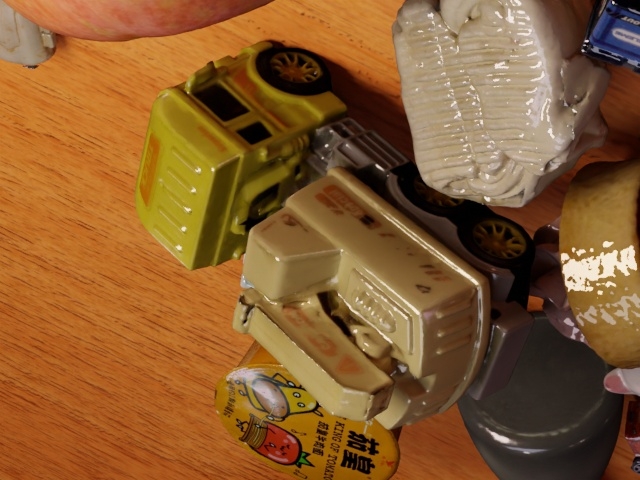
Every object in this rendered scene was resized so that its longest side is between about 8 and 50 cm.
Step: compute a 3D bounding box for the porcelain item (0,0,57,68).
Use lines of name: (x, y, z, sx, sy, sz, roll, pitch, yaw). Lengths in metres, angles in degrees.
porcelain item: (-0.305, -0.266, 1.753, 0.084, 0.054, 0.213, 16, 142, 12)

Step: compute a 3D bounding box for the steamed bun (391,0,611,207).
steamed bun: (0.173, -0.145, 1.528, 0.211, 0.144, 0.218, -4, 108, 53)

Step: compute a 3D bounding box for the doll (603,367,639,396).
doll: (0.372, 0.107, 1.735, 0.107, 0.110, 0.180, 44, 143, -20)

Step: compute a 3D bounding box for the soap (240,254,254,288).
soap: (0.029, 0.028, 1.845, 0.198, 0.119, 0.066, 22, 144, 7)

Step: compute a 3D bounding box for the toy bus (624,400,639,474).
toy bus: (0.392, 0.249, 1.939, 0.077, 0.065, 0.192, -12, 130, 27)

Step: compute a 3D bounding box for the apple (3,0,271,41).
apple: (-0.125, -0.332, 1.311, 0.364, 0.364, 0.364, 17, 143, 14)

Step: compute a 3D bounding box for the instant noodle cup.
instant noodle cup: (0.013, 0.145, 1.954, 0.215, 0.172, 0.216, 17, 143, 13)

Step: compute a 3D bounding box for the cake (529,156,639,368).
cake: (0.270, 0.013, 1.622, 0.178, 0.208, 0.185, 0, 178, 38)

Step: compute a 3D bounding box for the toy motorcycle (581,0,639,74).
toy motorcycle: (0.400, -0.158, 1.369, 0.358, 0.125, 0.213, 22, 151, 0)

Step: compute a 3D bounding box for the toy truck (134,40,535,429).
toy truck: (0.000, 0.000, 1.633, 0.405, 0.254, 0.181, 42, 133, 27)

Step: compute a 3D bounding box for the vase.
vase: (0.251, 0.230, 1.932, 0.173, 0.173, 0.321, 11, 148, 21)
